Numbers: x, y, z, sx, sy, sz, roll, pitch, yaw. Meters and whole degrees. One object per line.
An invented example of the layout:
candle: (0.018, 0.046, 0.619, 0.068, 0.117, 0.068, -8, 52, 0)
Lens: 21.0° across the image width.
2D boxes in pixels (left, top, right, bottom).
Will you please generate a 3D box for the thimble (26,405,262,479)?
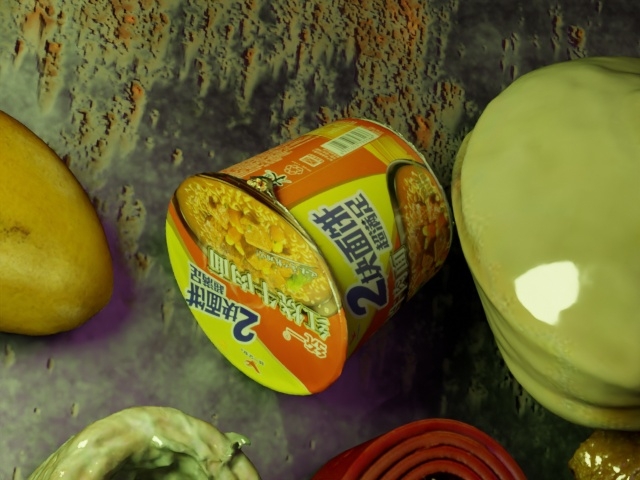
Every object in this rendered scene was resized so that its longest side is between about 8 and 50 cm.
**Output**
thimble: (-0.138, 0.251, 1.356, 0.196, 0.148, 0.229, -2, 72, -22)

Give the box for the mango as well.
mango: (-0.277, -0.020, 1.393, 0.257, 0.138, 0.187, 21, 48, -30)

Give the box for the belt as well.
belt: (0.069, 0.313, 1.438, 0.227, 0.115, 0.323, 22, 67, -14)

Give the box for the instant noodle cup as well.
instant noodle cup: (0.000, 0.000, 1.472, 0.174, 0.213, 0.213, -34, 88, -36)

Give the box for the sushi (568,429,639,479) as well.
sushi: (0.316, 0.207, 1.564, 0.140, 0.149, 0.287, 31, 32, 20)

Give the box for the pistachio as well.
pistachio: (0.290, -0.008, 1.517, 0.365, 0.281, 0.445, 28, 38, 2)
